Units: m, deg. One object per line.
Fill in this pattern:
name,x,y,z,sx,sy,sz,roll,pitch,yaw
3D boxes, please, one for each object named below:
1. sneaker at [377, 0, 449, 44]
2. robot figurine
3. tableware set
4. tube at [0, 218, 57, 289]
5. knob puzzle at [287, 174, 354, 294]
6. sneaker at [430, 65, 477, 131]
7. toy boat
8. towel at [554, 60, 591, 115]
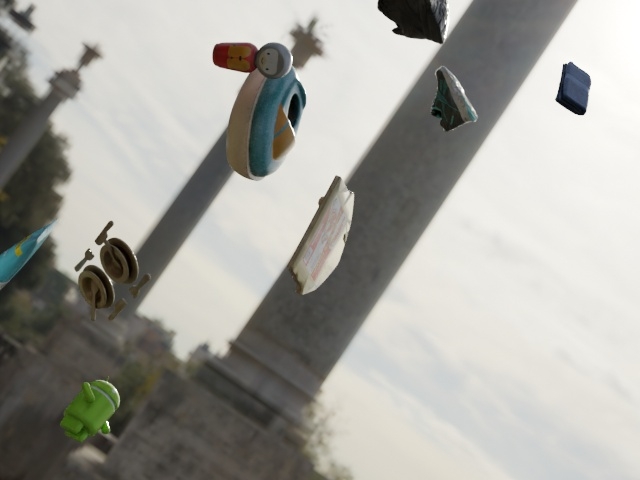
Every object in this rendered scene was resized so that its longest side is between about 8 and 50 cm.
sneaker,0.164,-0.478,2.373,0.130,0.109,0.286,4,-33,18
robot figurine,-0.387,0.285,2.101,0.067,0.115,0.101,16,-40,32
tableware set,-0.387,0.065,2.216,0.128,0.039,0.194,54,-42,7
tube,-0.557,0.032,2.266,0.052,0.207,0.080,45,32,-15
knob puzzle,0.000,0.000,2.026,0.030,0.213,0.213,22,-13,19
sneaker,0.243,-0.275,2.415,0.065,0.076,0.166,46,18,-39
toy boat,-0.102,-0.265,2.377,0.148,0.268,0.318,8,-30,17
towel,0.489,-0.291,2.389,0.067,0.119,0.029,33,-47,-13
